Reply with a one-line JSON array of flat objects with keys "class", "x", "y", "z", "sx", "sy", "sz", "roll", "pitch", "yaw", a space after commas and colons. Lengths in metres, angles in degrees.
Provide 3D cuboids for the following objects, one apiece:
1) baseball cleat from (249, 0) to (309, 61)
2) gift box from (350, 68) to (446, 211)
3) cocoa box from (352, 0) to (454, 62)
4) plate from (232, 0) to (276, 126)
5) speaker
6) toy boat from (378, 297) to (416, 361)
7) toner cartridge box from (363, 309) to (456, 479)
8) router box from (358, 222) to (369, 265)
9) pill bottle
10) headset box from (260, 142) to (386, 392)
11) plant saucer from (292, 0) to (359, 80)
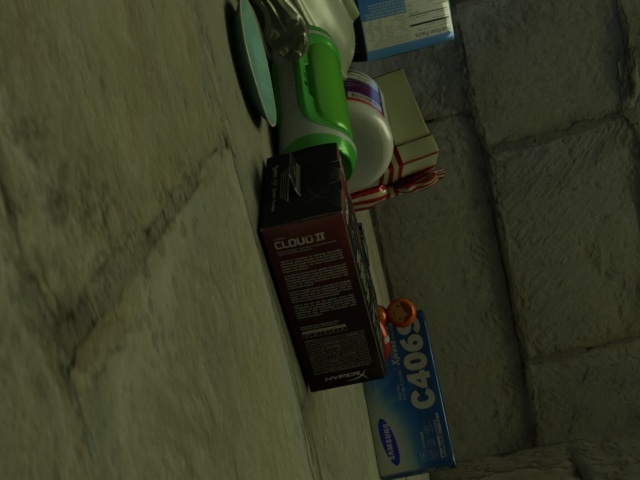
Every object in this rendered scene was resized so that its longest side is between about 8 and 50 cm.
[{"class": "baseball cleat", "x": -0.075, "y": -0.378, "z": 1.446, "sx": 0.206, "sy": 0.072, "sz": 0.109, "roll": 59, "pitch": 18, "yaw": -45}, {"class": "gift box", "x": 0.143, "y": -0.213, "z": 2.195, "sx": 0.276, "sy": 0.255, "sz": 0.258, "roll": 62, "pitch": 7, "yaw": -74}, {"class": "cocoa box", "x": 0.095, "y": -0.519, "z": 2.043, "sx": 0.347, "sy": 0.232, "sz": 0.227, "roll": 19, "pitch": -55, "yaw": 63}, {"class": "plate", "x": -0.097, "y": -0.251, "z": 1.321, "sx": 0.188, "sy": 0.024, "sz": 0.188, "roll": -11, "pitch": 90, "yaw": -84}, {"class": "speaker", "x": -0.016, "y": -0.219, "z": 1.526, "sx": 0.131, "sy": 0.131, "sz": 0.296, "roll": 70, "pitch": 10, "yaw": -50}, {"class": "toy boat", "x": 0.117, "y": 0.155, "z": 1.870, "sx": 0.231, "sy": 0.151, "sz": 0.150, "roll": -86, "pitch": 162, "yaw": -70}, {"class": "toner cartridge box", "x": 0.184, "y": 0.338, "z": 2.060, "sx": 0.075, "sy": 0.165, "sz": 0.347, "roll": 62, "pitch": 16, "yaw": -65}, {"class": "router box", "x": 0.109, "y": 0.015, "z": 2.614, "sx": 0.122, "sy": 0.038, "sz": 0.092, "roll": -88, "pitch": 165, "yaw": -67}, {"class": "pill bottle", "x": 0.048, "y": -0.237, "z": 1.887, "sx": 0.323, "sy": 0.182, "sz": 0.181, "roll": -90, "pitch": 166, "yaw": -64}, {"class": "headset box", "x": 0.002, "y": 0.020, "z": 1.270, "sx": 0.218, "sy": 0.110, "sz": 0.293, "roll": -92, "pitch": 168, "yaw": -60}, {"class": "plant saucer", "x": -0.017, "y": -0.497, "z": 1.763, "sx": 0.400, "sy": 0.101, "sz": 0.400, "roll": 60, "pitch": 9, "yaw": -17}]
